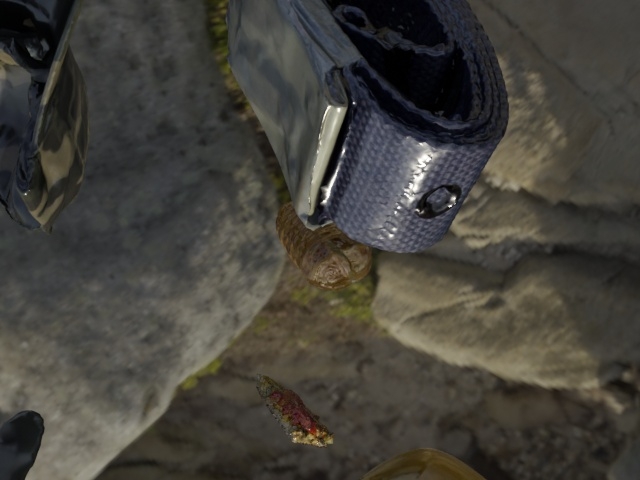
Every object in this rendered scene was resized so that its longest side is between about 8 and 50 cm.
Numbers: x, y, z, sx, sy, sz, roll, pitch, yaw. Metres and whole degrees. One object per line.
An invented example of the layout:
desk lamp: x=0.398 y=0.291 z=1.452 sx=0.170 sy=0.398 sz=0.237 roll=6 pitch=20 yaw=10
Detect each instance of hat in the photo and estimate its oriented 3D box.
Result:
hat: x=-0.304 y=-0.217 z=1.406 sx=0.381 sy=0.257 sz=0.366 roll=-48 pitch=58 yaw=5

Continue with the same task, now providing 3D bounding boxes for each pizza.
pizza: x=-0.015 y=0.183 z=1.319 sx=0.029 sy=0.100 sz=0.099 roll=-45 pitch=130 yaw=9

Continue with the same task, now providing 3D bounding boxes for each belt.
belt: x=0.020 y=-0.101 z=0.802 sx=0.230 sy=0.140 sz=0.126 roll=64 pitch=146 yaw=32

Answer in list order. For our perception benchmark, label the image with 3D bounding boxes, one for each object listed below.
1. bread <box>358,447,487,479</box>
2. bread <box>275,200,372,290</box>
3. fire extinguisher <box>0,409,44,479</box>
bread: x=0.102 y=0.240 z=0.862 sx=0.217 sy=0.098 sz=0.147 roll=46 pitch=116 yaw=4
bread: x=0.000 y=0.000 z=0.961 sx=0.052 sy=0.157 sz=0.044 roll=-15 pitch=106 yaw=-8
fire extinguisher: x=-0.074 y=0.254 z=0.406 sx=0.200 sy=0.113 sz=0.376 roll=-40 pitch=58 yaw=5
